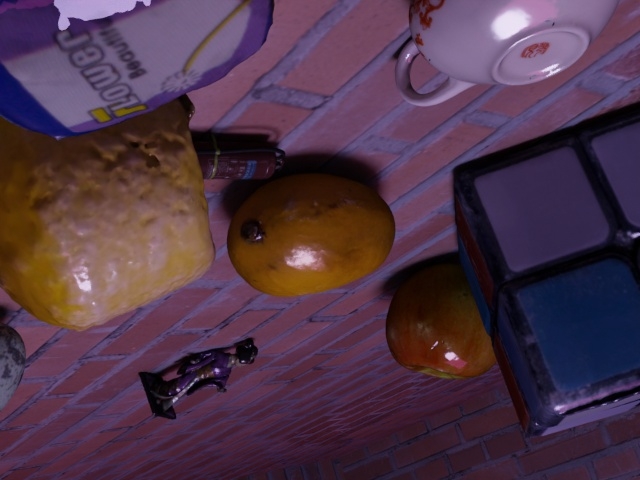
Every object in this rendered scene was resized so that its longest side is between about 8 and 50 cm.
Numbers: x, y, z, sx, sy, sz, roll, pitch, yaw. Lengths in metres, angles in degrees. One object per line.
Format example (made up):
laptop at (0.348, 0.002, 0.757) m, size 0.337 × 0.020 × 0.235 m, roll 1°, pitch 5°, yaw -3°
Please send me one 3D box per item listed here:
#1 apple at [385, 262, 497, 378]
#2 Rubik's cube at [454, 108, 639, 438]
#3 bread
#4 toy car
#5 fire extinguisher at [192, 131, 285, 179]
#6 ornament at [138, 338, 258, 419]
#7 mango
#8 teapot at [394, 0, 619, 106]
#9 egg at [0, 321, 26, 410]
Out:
apple at (0.199, 0.127, 1.307) m, size 0.196 × 0.196 × 0.196 m, roll -15°, pitch 159°, yaw -6°
Rubik's cube at (0.366, 0.051, 1.056) m, size 0.316 × 0.318 × 0.313 m, roll -18°, pitch 159°, yaw 4°
bread at (-0.179, -0.031, 0.616) m, size 0.170 × 0.197 × 0.197 m, roll -20°, pitch 162°, yaw -26°
toy car at (-0.087, -0.155, 0.383) m, size 0.235 × 0.158 × 0.172 m, roll -26°, pitch 158°, yaw 4°
fire extinguisher at (-0.084, -0.076, 0.768) m, size 0.132 × 0.039 × 0.056 m, roll -3°, pitch 164°, yaw -34°
ornament at (-0.196, 0.234, 1.400) m, size 0.203 × 0.081 × 0.088 m, roll -21°, pitch 160°, yaw 9°
mango at (0.000, 0.000, 0.933) m, size 0.176 × 0.119 × 0.317 m, roll -27°, pitch 166°, yaw 16°
teapot at (0.139, -0.174, 0.627) m, size 0.159 × 0.116 × 0.245 m, roll -12°, pitch 167°, yaw -46°
egg at (-0.422, 0.158, 0.957) m, size 0.172 × 0.132 × 0.132 m, roll -31°, pitch 159°, yaw 1°
